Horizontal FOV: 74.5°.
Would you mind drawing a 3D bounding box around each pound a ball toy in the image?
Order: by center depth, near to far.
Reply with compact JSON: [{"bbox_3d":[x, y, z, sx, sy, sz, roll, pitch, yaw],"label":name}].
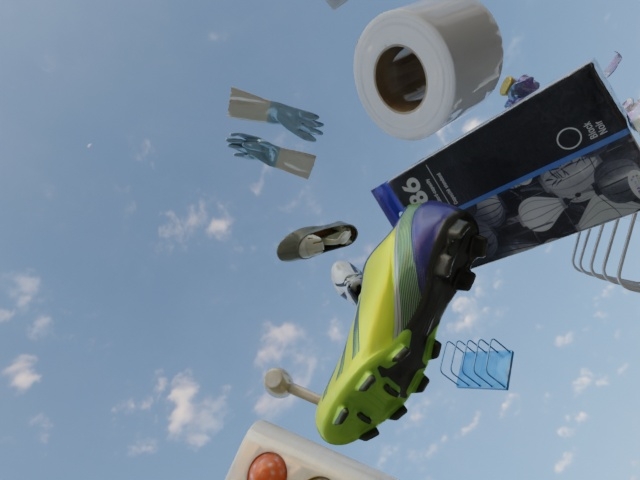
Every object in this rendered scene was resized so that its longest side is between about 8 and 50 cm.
[{"bbox_3d":[0.007,0.306,0.569,0.208,0.319,0.135,-65,-32,-25],"label":"pound a ball toy"}]

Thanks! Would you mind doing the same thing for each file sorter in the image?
[{"bbox_3d":[0.680,0.016,0.887,0.193,0.278,0.173,13,-84,13],"label":"file sorter"},{"bbox_3d":[0.455,0.359,1.239,0.104,0.170,0.118,38,-123,-20],"label":"file sorter"}]

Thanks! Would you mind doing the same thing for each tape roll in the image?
[{"bbox_3d":[0.210,-0.344,0.842,0.169,0.246,0.246,-35,-63,-30],"label":"tape roll"}]

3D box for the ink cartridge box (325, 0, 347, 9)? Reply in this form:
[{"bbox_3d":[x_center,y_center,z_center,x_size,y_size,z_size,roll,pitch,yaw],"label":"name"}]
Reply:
[{"bbox_3d":[0.034,-0.738,1.088,0.153,0.087,0.208,32,-123,-39],"label":"ink cartridge box"}]

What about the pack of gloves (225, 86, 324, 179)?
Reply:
[{"bbox_3d":[-0.112,-0.264,1.031,0.232,0.046,0.195,16,-40,-8],"label":"pack of gloves"}]

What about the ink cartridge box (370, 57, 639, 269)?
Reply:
[{"bbox_3d":[0.212,-0.059,0.541,0.065,0.333,0.165,-37,-85,-46],"label":"ink cartridge box"}]

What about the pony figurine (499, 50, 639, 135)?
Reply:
[{"bbox_3d":[0.587,-0.261,1.008,0.364,0.302,0.351,14,-50,-7],"label":"pony figurine"}]

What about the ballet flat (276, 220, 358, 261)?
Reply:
[{"bbox_3d":[0.000,0.000,0.957,0.213,0.068,0.072,-19,-67,-37],"label":"ballet flat"}]

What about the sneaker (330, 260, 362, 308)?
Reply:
[{"bbox_3d":[0.096,0.105,1.040,0.094,0.235,0.153,-18,-39,-10],"label":"sneaker"}]

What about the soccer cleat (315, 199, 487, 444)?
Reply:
[{"bbox_3d":[0.076,0.085,0.475,0.093,0.121,0.289,35,-97,-36],"label":"soccer cleat"}]
